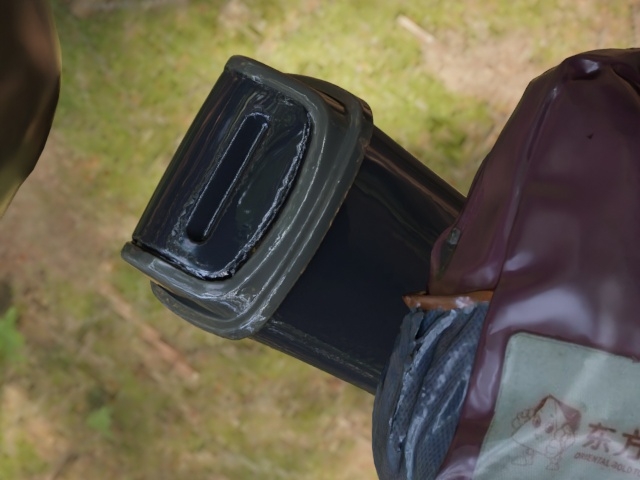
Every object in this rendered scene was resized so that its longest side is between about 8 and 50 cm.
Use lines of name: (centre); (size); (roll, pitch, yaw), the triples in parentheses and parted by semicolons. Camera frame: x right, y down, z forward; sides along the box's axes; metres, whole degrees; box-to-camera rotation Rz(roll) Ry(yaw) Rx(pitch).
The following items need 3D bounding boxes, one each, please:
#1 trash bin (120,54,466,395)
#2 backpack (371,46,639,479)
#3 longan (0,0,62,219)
trash bin: (0.000, 0.000, 1.344); (0.290, 0.209, 0.182); (31, 175, -35)
backpack: (0.191, 0.036, 1.110); (0.283, 0.317, 0.197); (14, 171, -18)
longan: (-0.255, -0.073, 0.706); (0.297, 0.297, 0.297); (26, 152, 15)
